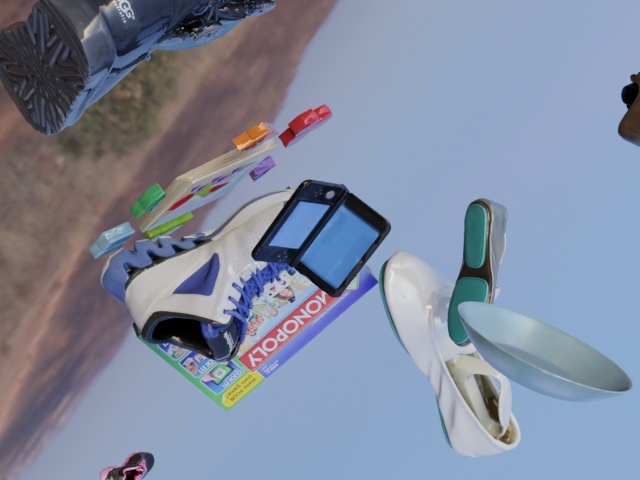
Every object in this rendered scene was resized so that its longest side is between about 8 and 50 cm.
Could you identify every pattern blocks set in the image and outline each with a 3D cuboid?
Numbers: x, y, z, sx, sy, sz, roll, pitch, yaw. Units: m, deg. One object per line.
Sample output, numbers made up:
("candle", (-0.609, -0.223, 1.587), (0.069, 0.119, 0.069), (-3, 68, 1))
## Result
("pattern blocks set", (-0.146, -0.078, 1.739), (0.285, 0.026, 0.325), (-38, 174, 35))

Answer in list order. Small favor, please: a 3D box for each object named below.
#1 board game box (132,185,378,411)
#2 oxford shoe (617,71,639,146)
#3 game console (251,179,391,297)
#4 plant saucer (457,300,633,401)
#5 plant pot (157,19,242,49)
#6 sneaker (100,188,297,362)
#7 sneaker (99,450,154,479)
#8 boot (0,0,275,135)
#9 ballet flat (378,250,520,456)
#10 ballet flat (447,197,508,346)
("board game box", (-0.096, 0.094, 2.029), (0.317, 0.213, 0.046), (-41, -149, 7))
("oxford shoe", (0.437, -0.201, 1.696), (0.227, 0.096, 0.083), (-52, 148, -40))
("game console", (0.000, 0.000, 1.535), (0.107, 0.071, 0.122), (7, 127, -49))
("plant saucer", (0.223, 0.122, 1.366), (0.195, 0.195, 0.037), (-75, -172, -76))
("plant pot", (-0.233, -0.445, 1.949), (0.290, 0.290, 0.195), (-55, 170, -2))
("sneaker", (-0.118, 0.066, 1.788), (0.315, 0.182, 0.127), (-21, 146, -11))
("sneaker", (-0.294, 0.366, 2.116), (0.057, 0.047, 0.119), (-12, -173, 32))
("boot", (-0.169, -0.308, 1.687), (0.445, 0.146, 0.367), (-34, -168, -26))
("ballet flat", (0.217, 0.177, 2.058), (0.139, 0.400, 0.139), (-18, -150, 11))
("ballet flat", (0.232, 0.048, 1.897), (0.072, 0.068, 0.213), (9, -88, 46))
